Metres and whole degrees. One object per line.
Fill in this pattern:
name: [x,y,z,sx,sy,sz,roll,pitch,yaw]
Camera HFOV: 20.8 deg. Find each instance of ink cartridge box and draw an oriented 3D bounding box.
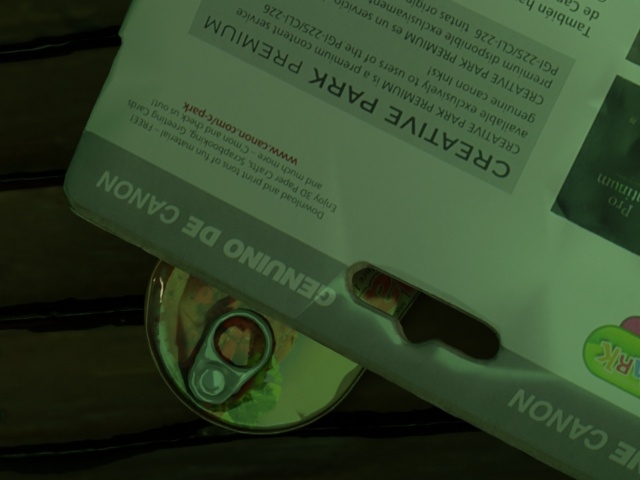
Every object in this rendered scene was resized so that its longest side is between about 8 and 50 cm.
ink cartridge box: [0.096,-0.072,0.670,0.309,0.130,0.272,28,102,12]

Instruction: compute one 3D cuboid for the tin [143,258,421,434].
tin: [0.000,0.000,0.782,0.106,0.040,0.190,37,97,11]
